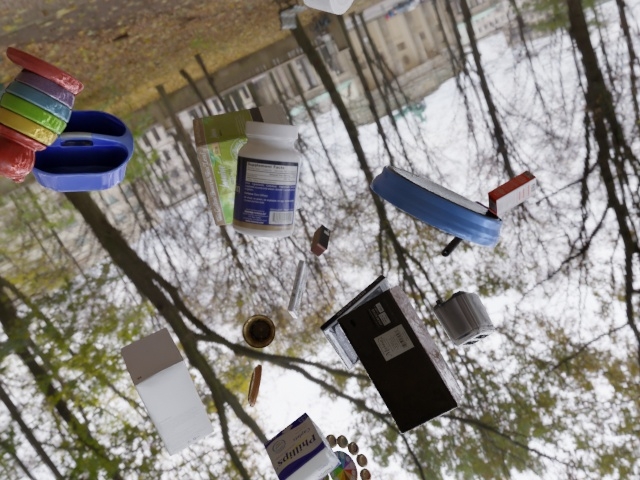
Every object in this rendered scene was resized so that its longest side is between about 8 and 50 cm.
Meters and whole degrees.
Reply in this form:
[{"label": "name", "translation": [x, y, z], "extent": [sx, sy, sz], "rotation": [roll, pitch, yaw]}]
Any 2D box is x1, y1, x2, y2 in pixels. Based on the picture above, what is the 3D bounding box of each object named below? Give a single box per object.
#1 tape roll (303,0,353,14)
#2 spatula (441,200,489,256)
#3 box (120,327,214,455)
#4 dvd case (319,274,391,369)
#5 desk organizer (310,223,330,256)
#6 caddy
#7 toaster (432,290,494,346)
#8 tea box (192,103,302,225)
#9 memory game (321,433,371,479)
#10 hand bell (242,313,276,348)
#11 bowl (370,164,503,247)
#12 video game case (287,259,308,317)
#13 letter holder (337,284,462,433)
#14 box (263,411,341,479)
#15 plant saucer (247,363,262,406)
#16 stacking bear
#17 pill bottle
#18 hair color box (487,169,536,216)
[{"label": "tape roll", "translation": [0.043, -0.800, 1.604], "extent": [0.100, 0.286, 0.286], "rotation": [21, -145, 16]}, {"label": "spatula", "translation": [0.509, -0.038, 1.976], "extent": [0.084, 0.030, 0.296], "rotation": [33, -118, 21]}, {"label": "box", "translation": [-0.515, 0.509, 1.906], "extent": [0.168, 0.346, 0.215], "rotation": [-25, -146, -19]}, {"label": "dvd case", "translation": [0.130, 0.238, 1.637], "extent": [0.238, 0.179, 0.029], "rotation": [-39, -149, -13]}, {"label": "desk organizer", "translation": [0.000, 0.000, 2.149], "extent": [0.050, 0.047, 0.130], "rotation": [-43, -161, 30]}, {"label": "caddy", "translation": [-0.777, -0.295, 1.810], "extent": [0.341, 0.242, 0.179], "rotation": [-5, 159, -20]}, {"label": "toaster", "translation": [0.453, 0.248, 1.776], "extent": [0.129, 0.147, 0.227], "rotation": [-37, 154, 22]}, {"label": "tea box", "translation": [-0.257, -0.268, 1.997], "extent": [0.323, 0.329, 0.220], "rotation": [-13, -142, -6]}, {"label": "memory game", "translation": [0.060, 0.592, 1.462], "extent": [0.012, 0.186, 0.186], "rotation": [-44, -177, 36]}, {"label": "hand bell", "translation": [-0.221, 0.338, 2.194], "extent": [0.126, 0.126, 0.242], "rotation": [-24, 177, 2]}, {"label": "bowl", "translation": [0.331, -0.105, 1.593], "extent": [0.391, 0.390, 0.077], "rotation": [-101, -146, -73]}, {"label": "video game case", "translation": [-0.062, 0.140, 1.592], "extent": [0.019, 0.143, 0.157], "rotation": [12, 166, 6]}, {"label": "letter holder", "translation": [0.207, 0.273, 1.384], "extent": [0.152, 0.302, 0.214], "rotation": [-33, 170, 19]}, {"label": "box", "translation": [-0.044, 0.481, 1.273], "extent": [0.126, 0.072, 0.137], "rotation": [-36, -154, -8]}, {"label": "plant saucer", "translation": [-0.131, 0.287, 1.119], "extent": [0.013, 0.084, 0.083], "rotation": [13, -167, -10]}, {"label": "stacking bear", "translation": [-0.711, -0.286, 1.370], "extent": [0.164, 0.289, 0.175], "rotation": [23, 176, 23]}, {"label": "pill bottle", "translation": [-0.127, -0.148, 1.357], "extent": [0.153, 0.265, 0.153], "rotation": [6, -170, -1]}, {"label": "hair color box", "translation": [0.559, -0.137, 1.647], "extent": [0.141, 0.072, 0.043], "rotation": [-28, -134, -8]}]
